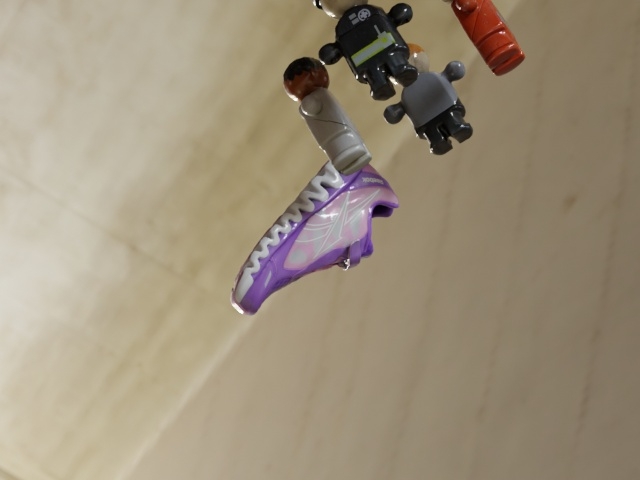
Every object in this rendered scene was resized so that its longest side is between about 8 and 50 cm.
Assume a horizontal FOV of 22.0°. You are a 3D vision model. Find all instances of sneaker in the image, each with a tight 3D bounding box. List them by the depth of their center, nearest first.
[{"bbox_3d":[0.000,0.000,1.774,0.236,0.104,0.095,-49,-177,-21],"label":"sneaker"}]

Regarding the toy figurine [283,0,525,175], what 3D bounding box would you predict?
[{"bbox_3d":[0.075,-0.184,1.666,0.213,0.148,0.209,-16,154,-28],"label":"toy figurine"}]
